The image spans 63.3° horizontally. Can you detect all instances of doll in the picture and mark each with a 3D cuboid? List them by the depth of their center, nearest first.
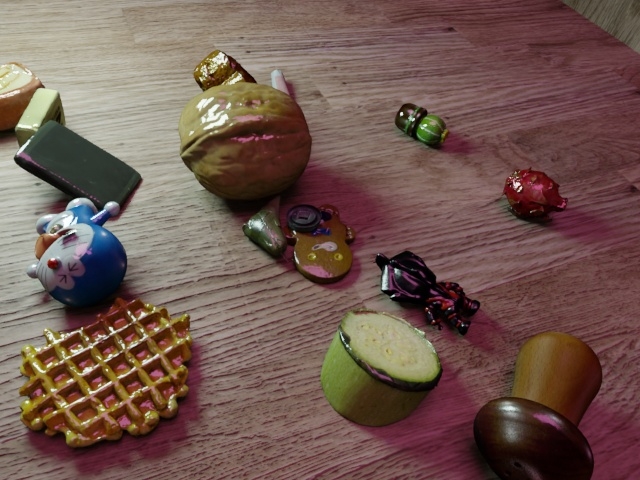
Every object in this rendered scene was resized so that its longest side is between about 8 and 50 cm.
[{"bbox_3d":[-0.485,0.011,1.039,0.215,0.161,0.257,-41,50,-6],"label":"doll"},{"bbox_3d":[0.223,0.109,1.138,0.249,0.088,0.127,30,29,4],"label":"doll"}]

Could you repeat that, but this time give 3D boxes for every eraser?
[{"bbox_3d":[-0.692,-0.283,1.292,0.058,0.117,0.172,7,47,-10],"label":"eraser"}]

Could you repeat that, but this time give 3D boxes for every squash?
[{"bbox_3d":[0.120,0.237,1.002,0.220,0.133,0.220,13,33,-9],"label":"squash"}]

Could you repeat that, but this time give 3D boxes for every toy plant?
[{"bbox_3d":[0.307,-0.344,1.551,0.162,0.092,0.093,33,51,19],"label":"toy plant"}]

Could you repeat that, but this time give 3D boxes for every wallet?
[{"bbox_3d":[-0.561,-0.168,1.215,0.245,0.052,0.168,33,43,-16],"label":"wallet"}]

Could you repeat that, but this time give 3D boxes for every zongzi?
[{"bbox_3d":[-0.087,-0.029,1.189,0.154,0.062,0.130,33,67,28],"label":"zongzi"}]

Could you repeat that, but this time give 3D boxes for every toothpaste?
[{"bbox_3d":[-0.119,-0.452,1.608,0.067,0.043,0.194,-2,55,-16],"label":"toothpaste"}]

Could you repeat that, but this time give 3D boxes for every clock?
[{"bbox_3d":[-0.039,-0.054,1.227,0.085,0.017,0.085,0,45,0],"label":"clock"}]

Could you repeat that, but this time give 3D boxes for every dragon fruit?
[{"bbox_3d":[0.567,-0.120,1.380,0.166,0.133,0.136,23,90,12],"label":"dragon fruit"}]

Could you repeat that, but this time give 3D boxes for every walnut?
[{"bbox_3d":[-0.182,-0.236,1.250,0.313,0.277,0.252,-14,21,-16],"label":"walnut"}]

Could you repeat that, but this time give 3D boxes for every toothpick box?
[{"bbox_3d":[0.396,0.302,0.926,0.192,0.192,0.294,31,45,17],"label":"toothpick box"}]

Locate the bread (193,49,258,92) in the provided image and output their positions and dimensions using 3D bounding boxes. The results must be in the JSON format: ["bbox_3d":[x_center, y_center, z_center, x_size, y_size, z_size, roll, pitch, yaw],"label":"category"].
[{"bbox_3d":[-0.245,-0.415,1.425,0.135,0.232,0.246,-35,49,-4],"label":"bread"}]

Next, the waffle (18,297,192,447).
[{"bbox_3d":[-0.377,0.222,0.934,0.301,0.058,0.281,-9,50,-17],"label":"waffle"}]

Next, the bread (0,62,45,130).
[{"bbox_3d":[-0.828,-0.360,1.332,0.190,0.123,0.244,30,51,19],"label":"bread"}]

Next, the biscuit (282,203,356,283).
[{"bbox_3d":[0.000,0.000,1.222,0.180,0.039,0.236,-1,50,-13],"label":"biscuit"}]
